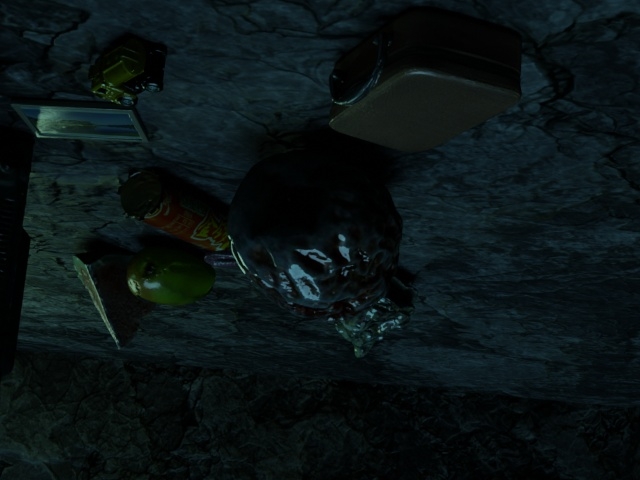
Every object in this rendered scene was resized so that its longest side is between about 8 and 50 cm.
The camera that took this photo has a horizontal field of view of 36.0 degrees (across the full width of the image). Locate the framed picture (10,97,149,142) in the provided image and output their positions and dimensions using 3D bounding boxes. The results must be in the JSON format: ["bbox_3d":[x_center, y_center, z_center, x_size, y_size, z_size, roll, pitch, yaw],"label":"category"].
[{"bbox_3d":[-0.295,-0.148,1.222,0.149,0.011,0.109,3,165,3],"label":"framed picture"}]

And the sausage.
[{"bbox_3d":[-0.199,-0.037,1.499,0.083,0.083,0.264,-4,165,25],"label":"sausage"}]

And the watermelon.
[{"bbox_3d":[-0.382,0.088,1.879,0.136,0.202,0.207,-35,167,-5],"label":"watermelon"}]

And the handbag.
[{"bbox_3d":[0.096,-0.156,0.984,0.151,0.072,0.193,12,164,-28],"label":"handbag"}]

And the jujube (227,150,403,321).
[{"bbox_3d":[0.000,0.000,1.312,0.226,0.226,0.317,1,163,12],"label":"jujube"}]

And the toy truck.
[{"bbox_3d":[-0.202,-0.175,1.026,0.054,0.049,0.083,17,159,-38],"label":"toy truck"}]

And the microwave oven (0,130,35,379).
[{"bbox_3d":[-0.526,0.026,1.263,0.286,0.355,0.218,13,162,-28],"label":"microwave oven"}]

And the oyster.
[{"bbox_3d":[0.097,0.145,1.988,0.162,0.158,0.351,36,155,14],"label":"oyster"}]

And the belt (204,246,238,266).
[{"bbox_3d":[-0.088,0.021,1.722,0.232,0.053,0.071,4,157,1],"label":"belt"}]

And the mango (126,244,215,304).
[{"bbox_3d":[-0.278,0.066,1.836,0.125,0.111,0.233,13,-179,20],"label":"mango"}]
